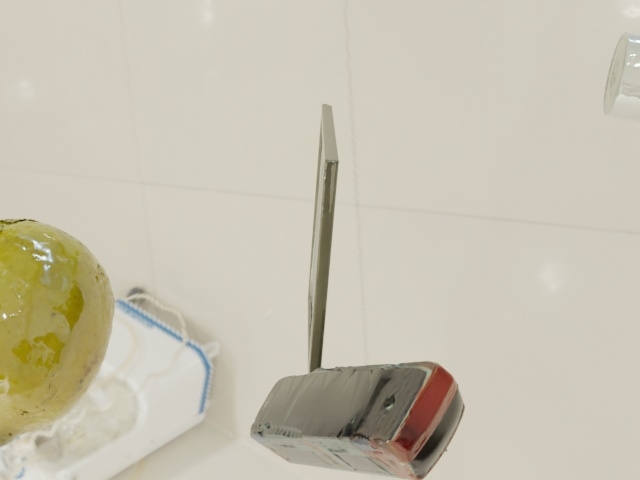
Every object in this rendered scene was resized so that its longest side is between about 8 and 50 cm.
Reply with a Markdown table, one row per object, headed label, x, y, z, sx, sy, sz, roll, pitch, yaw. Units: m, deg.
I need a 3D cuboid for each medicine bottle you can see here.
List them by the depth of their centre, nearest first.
| label | x | y | z | sx | sy | sz | roll | pitch | yaw |
| --- | --- | --- | --- | --- | --- | --- | --- | --- | --- |
| medicine bottle | 0.506 | -0.200 | 1.260 | 0.236 | 0.139 | 0.139 | 9 | 113 | 5 |

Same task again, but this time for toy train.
| label | x | y | z | sx | sy | sz | roll | pitch | yaw |
| --- | --- | --- | --- | --- | --- | --- | --- | --- | --- |
| toy train | 0.032 | 0.179 | 0.937 | 0.089 | 0.086 | 0.409 | 38 | 160 | -11 |

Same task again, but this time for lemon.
| label | x | y | z | sx | sy | sz | roll | pitch | yaw |
| --- | --- | --- | --- | --- | --- | --- | --- | --- | --- |
| lemon | -0.403 | 0.117 | 1.255 | 0.257 | 0.258 | 0.310 | -10 | 60 | 38 |

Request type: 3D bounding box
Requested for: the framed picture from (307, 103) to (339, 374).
| label | x | y | z | sx | sy | sz | roll | pitch | yaw |
| --- | --- | --- | --- | --- | --- | --- | --- | --- | --- |
| framed picture | 0.000 | 0.000 | 1.182 | 0.016 | 0.213 | 0.289 | 3 | 115 | -3 |
